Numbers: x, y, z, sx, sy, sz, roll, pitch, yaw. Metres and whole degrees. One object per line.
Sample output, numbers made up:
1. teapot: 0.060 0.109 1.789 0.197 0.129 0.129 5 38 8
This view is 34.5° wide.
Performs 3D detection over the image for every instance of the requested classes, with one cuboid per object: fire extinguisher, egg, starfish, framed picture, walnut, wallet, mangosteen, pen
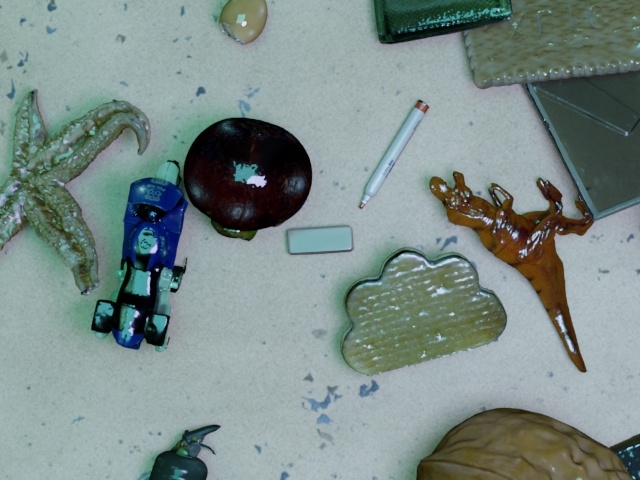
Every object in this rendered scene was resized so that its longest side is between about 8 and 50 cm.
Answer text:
1. fire extinguisher: -0.254 0.460 1.755 0.114 0.095 0.311 17 88 -35
2. egg: -0.131 -0.392 1.802 0.080 0.080 0.096 40 82 3
3. starfish: -0.466 -0.051 1.767 0.324 0.082 0.432 16 80 21
4. framed picture: 0.505 -0.220 1.757 0.247 0.022 0.335 -22 68 -1
5. walnut: 0.326 0.459 1.638 0.398 0.308 0.354 36 55 3
6. wallet: 0.209 -0.432 1.787 0.236 0.055 0.160 -8 76 14
7. mangosteen: -0.129 -0.100 1.730 0.216 0.216 0.216 0 87 1
8. pen: 0.126 -0.149 1.810 0.026 0.026 0.218 31 88 3

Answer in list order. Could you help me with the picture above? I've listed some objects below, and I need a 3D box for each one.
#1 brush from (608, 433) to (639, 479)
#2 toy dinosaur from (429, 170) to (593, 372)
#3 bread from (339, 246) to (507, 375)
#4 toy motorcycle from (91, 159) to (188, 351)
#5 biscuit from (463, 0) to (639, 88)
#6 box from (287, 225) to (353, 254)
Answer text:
1. brush: 0.581 0.386 1.755 0.197 0.059 0.123 -24 85 0
2. toy dinosaur: 0.382 0.006 1.761 0.208 0.097 0.432 -45 92 -6
3. bread: 0.163 0.109 1.732 0.286 0.056 0.207 -12 100 2
4. toy motorcycle: -0.287 0.020 1.725 0.125 0.196 0.331 13 86 1
5. biscuit: 0.410 -0.373 1.787 0.325 0.044 0.217 -7 73 3
6. box: 0.000 0.000 1.806 0.115 0.025 0.048 -4 82 1
